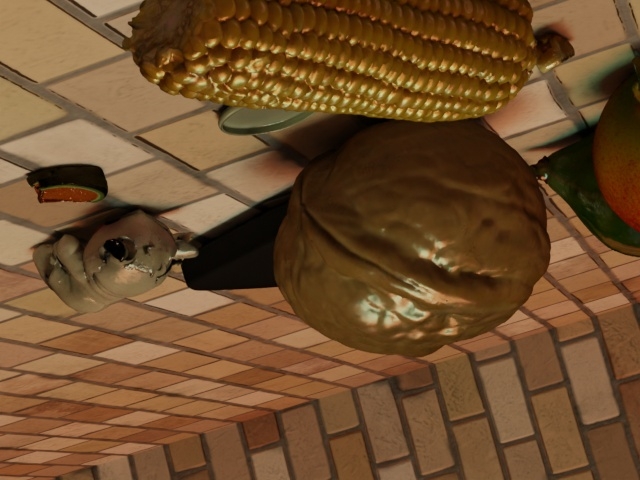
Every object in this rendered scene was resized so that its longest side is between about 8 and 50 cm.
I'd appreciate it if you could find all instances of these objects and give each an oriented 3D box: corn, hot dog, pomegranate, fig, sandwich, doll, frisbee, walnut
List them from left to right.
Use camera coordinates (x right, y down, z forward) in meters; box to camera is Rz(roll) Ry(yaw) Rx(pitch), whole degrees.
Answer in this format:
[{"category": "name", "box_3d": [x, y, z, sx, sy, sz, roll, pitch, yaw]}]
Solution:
[{"category": "sandwich", "box_3d": [-0.263, -0.058, 1.656, 0.101, 0.026, 0.069, -1, 166, -37]}, {"category": "doll", "box_3d": [-0.245, 0.025, 1.871, 0.192, 0.095, 0.149, -23, 163, 41]}, {"category": "frisbee", "box_3d": [-0.050, -0.131, 1.602, 0.110, 0.014, 0.110, -15, 166, -4]}, {"category": "corn", "box_3d": [0.027, -0.168, 1.275, 0.387, 0.144, 0.144, 1, 160, -42]}, {"category": "walnut", "box_3d": [0.101, -0.006, 1.775, 0.313, 0.252, 0.277, 9, 155, -39]}, {"category": "hot dog", "box_3d": [0.236, -0.193, 1.622, 0.030, 0.034, 0.090, -31, -179, 20]}, {"category": "fig", "box_3d": [0.391, -0.082, 2.024, 0.244, 0.195, 0.195, 19, 176, 16]}, {"category": "pomegranate", "box_3d": [0.413, -0.111, 1.799, 0.221, 0.221, 0.257, -19, 135, 16]}]

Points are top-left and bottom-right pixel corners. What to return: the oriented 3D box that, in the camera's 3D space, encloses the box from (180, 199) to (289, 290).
[{"category": "box", "box_3d": [0.000, 0.000, 2.084, 0.290, 0.073, 0.289, -2, 162, -45]}]
